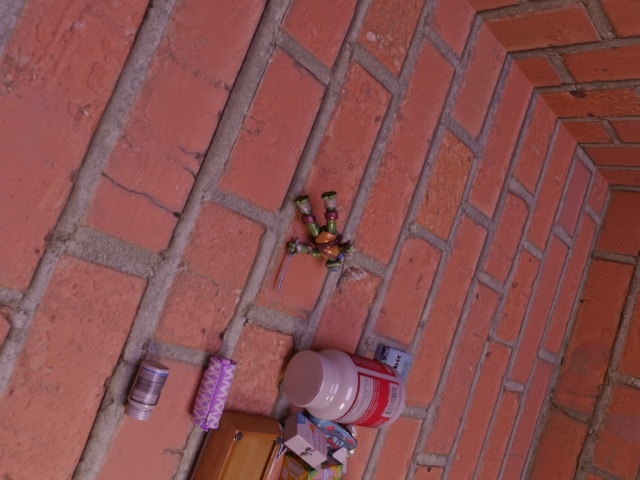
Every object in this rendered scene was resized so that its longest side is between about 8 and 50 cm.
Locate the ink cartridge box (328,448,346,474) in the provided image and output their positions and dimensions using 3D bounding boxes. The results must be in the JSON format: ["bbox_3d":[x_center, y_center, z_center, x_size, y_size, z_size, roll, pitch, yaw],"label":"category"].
[{"bbox_3d":[0.063,0.810,1.951,0.063,0.029,0.115,-18,111,-39],"label":"ink cartridge box"}]

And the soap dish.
[{"bbox_3d":[-0.250,0.666,1.582,0.229,0.118,0.290,27,81,-42],"label":"soap dish"}]

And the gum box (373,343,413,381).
[{"bbox_3d":[0.270,0.498,2.067,0.184,0.041,0.156,26,81,-42],"label":"gum box"}]

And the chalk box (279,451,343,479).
[{"bbox_3d":[-0.015,0.799,1.810,0.213,0.132,0.131,10,92,-43],"label":"chalk box"}]

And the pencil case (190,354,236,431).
[{"bbox_3d":[-0.303,0.429,1.508,0.087,0.088,0.206,16,84,-6],"label":"pencil case"}]

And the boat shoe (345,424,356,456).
[{"bbox_3d":[0.109,0.735,1.972,0.046,0.038,0.125,-2,96,1],"label":"boat shoe"}]

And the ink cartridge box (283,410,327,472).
[{"bbox_3d":[-0.036,0.649,1.714,0.062,0.104,0.181,-37,112,16],"label":"ink cartridge box"}]

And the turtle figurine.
[{"bbox_3d":[0.000,0.000,1.626,0.275,0.198,0.266,-27,112,-39],"label":"turtle figurine"}]

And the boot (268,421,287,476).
[{"bbox_3d":[-0.144,0.681,1.712,0.086,0.069,0.189,28,76,-45],"label":"boot"}]

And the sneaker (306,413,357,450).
[{"bbox_3d":[0.021,0.678,1.860,0.125,0.104,0.262,-48,122,-6],"label":"sneaker"}]

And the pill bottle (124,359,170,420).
[{"bbox_3d":[-0.450,0.387,1.376,0.078,0.078,0.137,26,81,-42],"label":"pill bottle"}]

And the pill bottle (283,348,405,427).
[{"bbox_3d":[0.082,0.488,1.771,0.408,0.229,0.228,26,80,-41],"label":"pill bottle"}]
